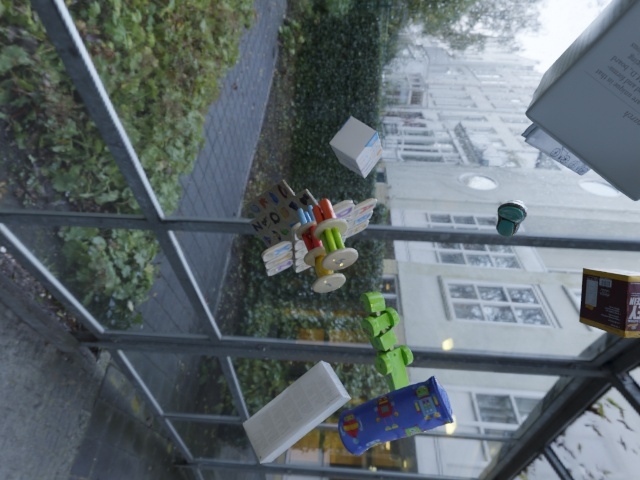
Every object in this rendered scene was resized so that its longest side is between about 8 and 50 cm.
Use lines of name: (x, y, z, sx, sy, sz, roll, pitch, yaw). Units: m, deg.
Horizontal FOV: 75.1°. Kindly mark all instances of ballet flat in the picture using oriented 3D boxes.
ballet flat: (0.516, -0.074, 1.122, 0.068, 0.072, 0.213, -59, 158, -9)

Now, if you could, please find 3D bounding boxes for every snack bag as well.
snack bag: (0.830, -0.364, 1.230, 0.342, 0.323, 0.037, -48, -145, 37)

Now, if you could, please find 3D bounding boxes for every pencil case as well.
pencil case: (0.197, 0.467, 1.100, 0.133, 0.306, 0.119, 53, 17, -33)

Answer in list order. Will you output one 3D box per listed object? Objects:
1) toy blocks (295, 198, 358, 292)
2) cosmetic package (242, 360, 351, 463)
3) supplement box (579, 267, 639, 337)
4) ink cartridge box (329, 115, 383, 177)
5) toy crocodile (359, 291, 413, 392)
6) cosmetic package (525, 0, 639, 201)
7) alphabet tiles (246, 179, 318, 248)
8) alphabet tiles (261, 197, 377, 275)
toy blocks: (0.001, -0.012, 0.637, 0.123, 0.054, 0.148, 110, -33, -53)
cosmetic package: (-0.055, 0.391, 0.951, 0.099, 0.239, 0.060, 54, 5, 35)
supplement box: (0.978, 0.198, 1.362, 0.191, 0.129, 0.194, -155, -113, -82)
ink cartridge box: (0.100, -0.240, 1.103, 0.092, 0.090, 0.143, -53, 159, 0)
toy crocodile: (0.208, 0.332, 1.365, 0.105, 0.115, 0.340, -17, -88, 60)
cosmetic package: (0.732, -0.376, 0.893, 0.329, 0.327, 0.393, -49, 176, -41)
alphabet tiles: (-0.092, -0.038, 1.313, 0.285, 0.342, 0.011, 53, 52, -13)
alphabet tiles: (0.000, 0.000, 0.947, 0.021, 0.278, 0.284, 59, -13, 17)
